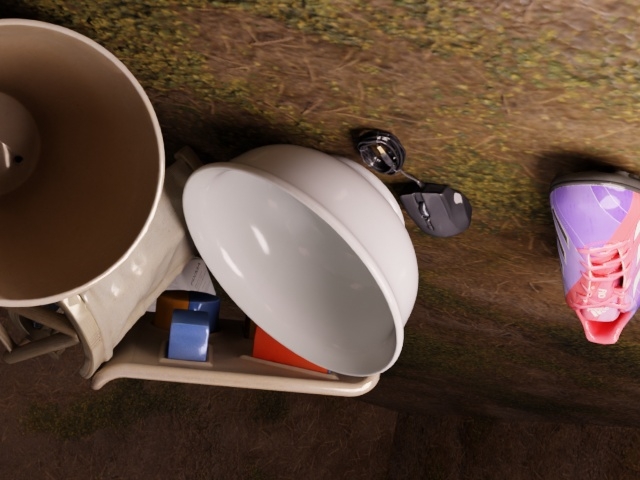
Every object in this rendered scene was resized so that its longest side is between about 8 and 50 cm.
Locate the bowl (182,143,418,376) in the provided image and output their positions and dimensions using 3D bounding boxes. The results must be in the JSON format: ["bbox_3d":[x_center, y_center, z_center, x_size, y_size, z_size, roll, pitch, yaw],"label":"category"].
[{"bbox_3d":[0.000,0.000,0.962,0.298,0.134,0.298,31,147,23],"label":"bowl"}]

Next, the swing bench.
[{"bbox_3d":[-0.277,0.024,1.077,0.254,0.253,0.165,2,130,40],"label":"swing bench"}]

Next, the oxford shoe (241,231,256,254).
[{"bbox_3d":[-0.036,0.018,1.212,0.130,0.123,0.348,5,173,17],"label":"oxford shoe"}]

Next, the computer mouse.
[{"bbox_3d":[0.104,-0.053,0.960,0.071,0.041,0.242,4,161,35],"label":"computer mouse"}]

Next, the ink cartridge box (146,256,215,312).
[{"bbox_3d":[-0.378,0.014,1.601,0.308,0.091,0.385,11,148,11],"label":"ink cartridge box"}]

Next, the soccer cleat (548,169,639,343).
[{"bbox_3d":[0.300,0.022,0.915,0.108,0.116,0.318,7,164,23],"label":"soccer cleat"}]

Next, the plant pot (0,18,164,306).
[{"bbox_3d":[-0.324,-0.089,0.889,0.256,0.256,0.274,22,179,-30],"label":"plant pot"}]

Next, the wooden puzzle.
[{"bbox_3d":[-0.117,0.127,1.173,0.348,0.080,0.322,2,-173,-8],"label":"wooden puzzle"}]

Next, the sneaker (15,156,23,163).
[{"bbox_3d":[-0.449,-0.104,1.259,0.158,0.061,0.065,0,133,38],"label":"sneaker"}]
